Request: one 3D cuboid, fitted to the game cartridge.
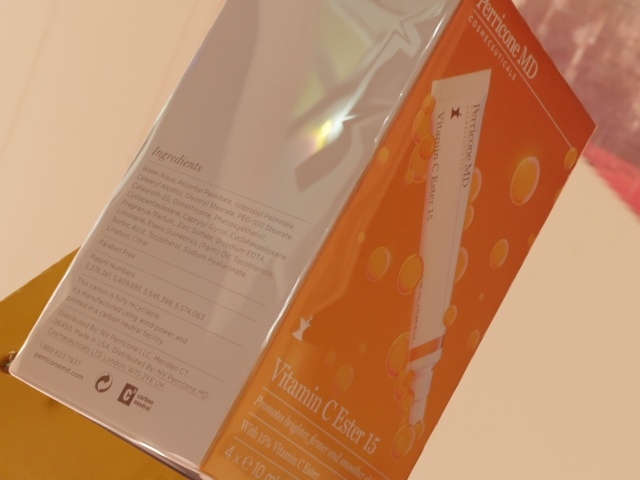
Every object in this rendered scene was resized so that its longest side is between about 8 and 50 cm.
[{"bbox_3d":[-0.215,0.153,1.415,0.285,0.052,0.324,-37,-135,-24],"label":"game cartridge"}]

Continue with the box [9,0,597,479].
[{"bbox_3d":[0.000,0.000,1.061,0.168,0.345,0.215,21,167,36],"label":"box"}]
